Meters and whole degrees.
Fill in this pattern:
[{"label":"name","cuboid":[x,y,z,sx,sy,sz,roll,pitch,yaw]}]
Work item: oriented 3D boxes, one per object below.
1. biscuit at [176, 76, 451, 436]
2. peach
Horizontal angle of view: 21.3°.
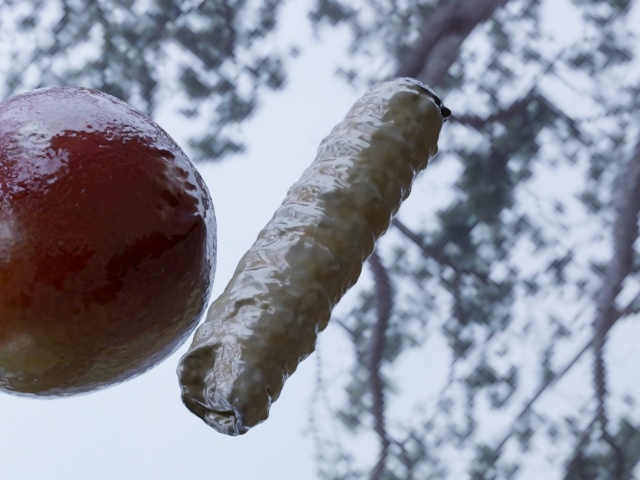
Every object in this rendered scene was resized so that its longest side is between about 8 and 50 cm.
[{"label":"biscuit","cuboid":[0.000,0.000,0.842,0.219,0.055,0.061,-57,15,-28]},{"label":"peach","cuboid":[-0.143,0.000,0.976,0.197,0.197,0.197,-43,-19,-18]}]
